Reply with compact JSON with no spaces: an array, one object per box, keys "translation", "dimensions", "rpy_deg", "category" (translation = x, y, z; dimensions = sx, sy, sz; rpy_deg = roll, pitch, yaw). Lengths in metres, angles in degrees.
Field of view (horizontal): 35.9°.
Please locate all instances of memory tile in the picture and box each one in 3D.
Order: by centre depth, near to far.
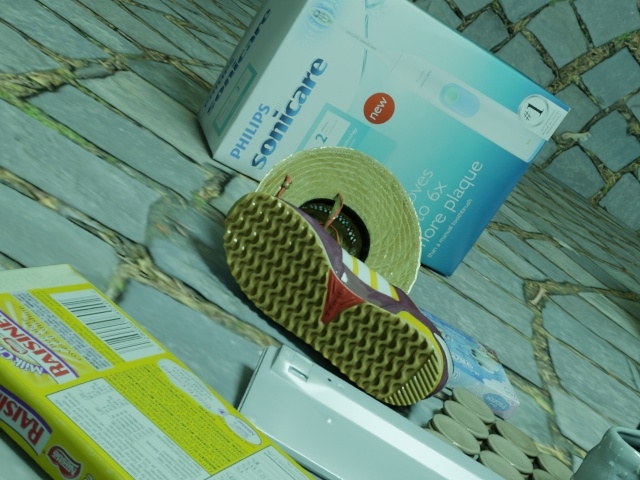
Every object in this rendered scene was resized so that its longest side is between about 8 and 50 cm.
[{"translation":[0.119,0.148,0.643],"dimensions":[0.113,0.012,0.148],"rpy_deg":[37,15,12],"category":"memory tile"}]

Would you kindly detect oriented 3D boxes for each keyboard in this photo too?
[{"translation":[0.071,0.142,0.539],"dimensions":[0.256,0.014,0.072],"rpy_deg":[32,34,-5],"category":"keyboard"}]

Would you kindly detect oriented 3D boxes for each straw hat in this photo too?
[{"translation":[0.000,0.000,0.745],"dimensions":[0.144,0.144,0.061],"rpy_deg":[28,-24,-20],"category":"straw hat"}]

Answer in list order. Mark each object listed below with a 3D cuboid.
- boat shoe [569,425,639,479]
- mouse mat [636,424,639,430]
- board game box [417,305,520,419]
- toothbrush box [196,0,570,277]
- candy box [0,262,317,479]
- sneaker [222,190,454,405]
[{"translation":[0.266,0.168,0.627],"dimensions":[0.227,0.081,0.079],"rpy_deg":[15,21,-17],"category":"boat shoe"},{"translation":[0.373,0.222,0.948],"dimensions":[0.152,0.007,0.190],"rpy_deg":[39,15,19],"category":"mouse mat"},{"translation":[0.105,0.092,0.772],"dimensions":[0.090,0.020,0.090],"rpy_deg":[30,17,-13],"category":"board game box"},{"translation":[0.059,-0.129,0.986],"dimensions":[0.295,0.216,0.126],"rpy_deg":[27,16,-25],"category":"toothbrush box"},{"translation":[-0.075,0.081,0.420],"dimensions":[0.206,0.027,0.105],"rpy_deg":[38,18,17],"category":"candy box"},{"translation":[0.011,0.040,0.668],"dimensions":[0.185,0.069,0.084],"rpy_deg":[45,10,16],"category":"sneaker"}]
